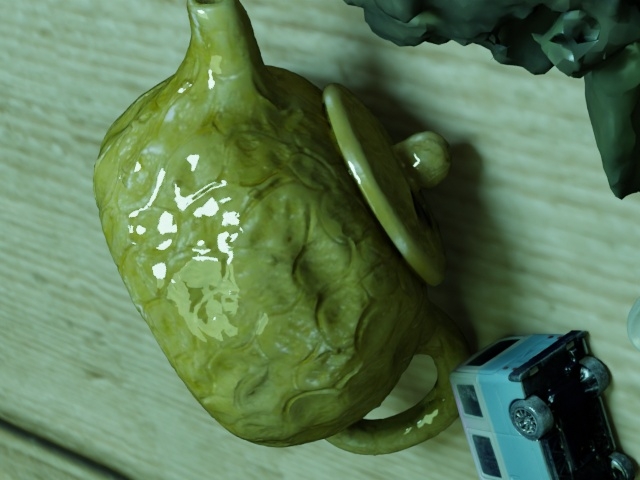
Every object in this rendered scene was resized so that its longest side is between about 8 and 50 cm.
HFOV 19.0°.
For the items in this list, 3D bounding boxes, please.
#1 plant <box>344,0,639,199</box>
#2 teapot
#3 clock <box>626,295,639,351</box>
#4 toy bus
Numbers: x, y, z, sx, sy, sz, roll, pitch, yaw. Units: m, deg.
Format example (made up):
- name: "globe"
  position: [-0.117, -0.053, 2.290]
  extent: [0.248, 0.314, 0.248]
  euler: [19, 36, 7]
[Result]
- name: "plant"
  position: [0.104, -0.163, 0.730]
  extent: [0.312, 0.213, 0.215]
  euler: [54, 138, 5]
- name: "teapot"
  position: [0.000, 0.000, 0.996]
  extent: [0.167, 0.203, 0.311]
  euler: [-28, 124, 9]
- name: "clock"
  position: [0.231, 0.088, 0.891]
  extent: [0.191, 0.062, 0.151]
  euler: [57, 141, -1]
- name: "toy bus"
  position: [0.118, 0.113, 1.021]
  extent: [0.075, 0.060, 0.123]
  euler: [1, 114, 49]
